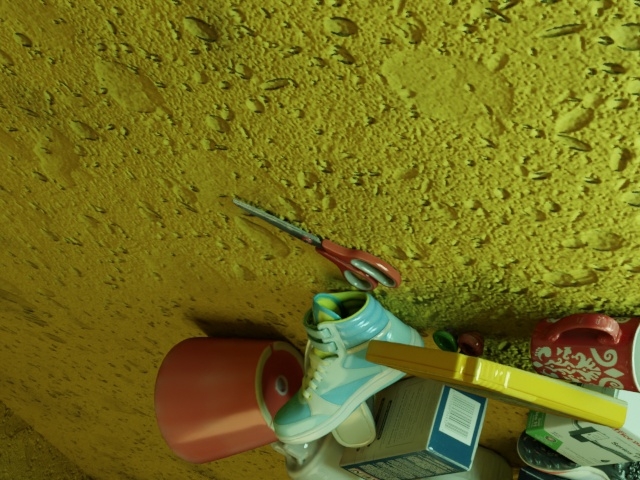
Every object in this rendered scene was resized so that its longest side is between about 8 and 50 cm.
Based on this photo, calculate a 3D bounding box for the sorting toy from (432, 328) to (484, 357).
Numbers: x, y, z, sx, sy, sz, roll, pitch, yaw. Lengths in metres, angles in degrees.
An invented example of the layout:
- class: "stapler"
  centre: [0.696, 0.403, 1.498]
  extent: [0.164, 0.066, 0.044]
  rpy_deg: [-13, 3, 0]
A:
- class: "sorting toy"
  centre: [0.245, 0.172, 1.563]
  extent: [0.102, 0.042, 0.061]
  rpy_deg: [10, 136, 47]

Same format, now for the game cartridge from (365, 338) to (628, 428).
- class: "game cartridge"
  centre: [0.276, 0.229, 1.467]
  extent: [0.323, 0.053, 0.285]
  rpy_deg: [17, 171, -26]

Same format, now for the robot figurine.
- class: "robot figurine"
  centre: [0.061, 0.500, 2.084]
  extent: [0.353, 0.200, 0.300]
  rpy_deg: [33, 164, -17]

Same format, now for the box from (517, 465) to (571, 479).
- class: "box"
  centre: [0.485, 0.506, 1.785]
  extent: [0.156, 0.093, 0.158]
  rpy_deg: [23, -164, 41]

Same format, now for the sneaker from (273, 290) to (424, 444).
- class: "sneaker"
  centre: [0.001, 0.207, 1.600]
  extent: [0.208, 0.319, 0.127]
  rpy_deg: [47, -172, -27]

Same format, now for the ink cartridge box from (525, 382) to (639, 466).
- class: "ink cartridge box"
  centre: [0.485, 0.316, 1.575]
  extent: [0.153, 0.087, 0.208]
  rpy_deg: [32, 150, -18]

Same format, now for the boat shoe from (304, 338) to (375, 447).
- class: "boat shoe"
  centre: [0.044, 0.258, 1.765]
  extent: [0.116, 0.097, 0.325]
  rpy_deg: [-9, 124, 11]

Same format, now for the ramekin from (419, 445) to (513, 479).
- class: "ramekin"
  centre: [0.333, 0.535, 2.043]
  extent: [0.207, 0.109, 0.207]
  rpy_deg: [17, 151, 10]

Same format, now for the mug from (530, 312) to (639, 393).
- class: "mug"
  centre: [0.403, 0.148, 1.348]
  extent: [0.169, 0.113, 0.150]
  rpy_deg: [-1, 119, 44]

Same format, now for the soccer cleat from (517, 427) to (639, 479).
- class: "soccer cleat"
  centre: [0.535, 0.423, 1.731]
  extent: [0.318, 0.109, 0.116]
  rpy_deg: [12, 169, 17]

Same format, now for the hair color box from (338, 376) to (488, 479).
- class: "hair color box"
  centre: [0.180, 0.374, 1.808]
  extent: [0.105, 0.174, 0.347]
  rpy_deg: [30, 152, -16]

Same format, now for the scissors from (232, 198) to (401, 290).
- class: "scissors"
  centre: [0.000, 0.000, 1.463]
  extent: [0.297, 0.021, 0.109]
  rpy_deg: [35, 152, -20]

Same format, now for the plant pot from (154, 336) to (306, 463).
- class: "plant pot"
  centre: [-0.169, 0.320, 1.905]
  extent: [0.243, 0.275, 0.275]
  rpy_deg: [-14, 136, 33]
